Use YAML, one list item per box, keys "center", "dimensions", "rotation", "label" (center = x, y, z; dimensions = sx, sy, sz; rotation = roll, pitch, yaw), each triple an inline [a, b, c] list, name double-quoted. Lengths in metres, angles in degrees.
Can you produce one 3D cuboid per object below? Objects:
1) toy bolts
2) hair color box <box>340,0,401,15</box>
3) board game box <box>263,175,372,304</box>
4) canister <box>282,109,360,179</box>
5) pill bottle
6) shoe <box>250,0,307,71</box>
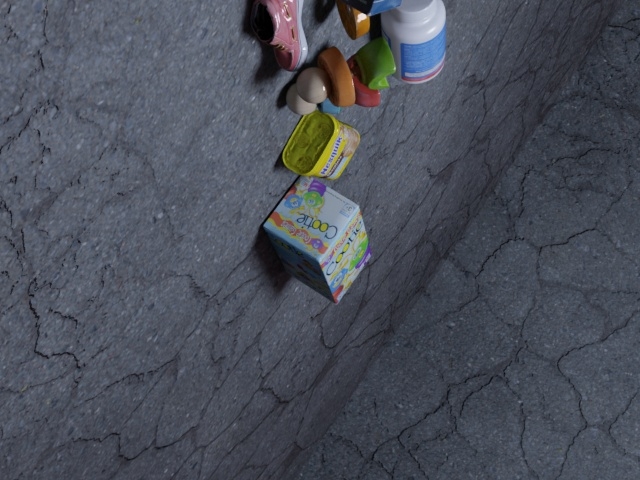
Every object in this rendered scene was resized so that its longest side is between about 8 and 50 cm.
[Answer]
- center: [0.011, -0.305, 1.974]
  dimensions: [0.159, 0.218, 0.228]
  rotation: [-18, 165, -10]
  label: "toy bolts"
- center: [0.082, -0.527, 1.689]
  dimensions: [0.105, 0.174, 0.347]
  rotation: [-31, 147, -52]
  label: "hair color box"
- center: [0.000, 0.000, 2.378]
  dimensions: [0.142, 0.144, 0.275]
  rotation: [-54, 162, -12]
  label: "board game box"
- center: [0.006, -0.180, 2.216]
  dimensions: [0.126, 0.073, 0.170]
  rotation: [-60, 163, 8]
  label: "canister"
- center: [0.178, -0.406, 2.200]
  dimensions: [0.124, 0.124, 0.221]
  rotation: [-52, 162, -16]
  label: "pill bottle"
- center: [-0.069, -0.326, 1.818]
  dimensions: [0.081, 0.063, 0.178]
  rotation: [-44, 152, -32]
  label: "shoe"
